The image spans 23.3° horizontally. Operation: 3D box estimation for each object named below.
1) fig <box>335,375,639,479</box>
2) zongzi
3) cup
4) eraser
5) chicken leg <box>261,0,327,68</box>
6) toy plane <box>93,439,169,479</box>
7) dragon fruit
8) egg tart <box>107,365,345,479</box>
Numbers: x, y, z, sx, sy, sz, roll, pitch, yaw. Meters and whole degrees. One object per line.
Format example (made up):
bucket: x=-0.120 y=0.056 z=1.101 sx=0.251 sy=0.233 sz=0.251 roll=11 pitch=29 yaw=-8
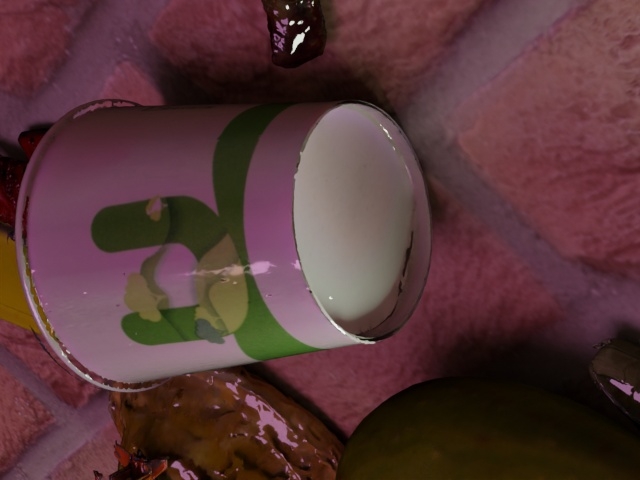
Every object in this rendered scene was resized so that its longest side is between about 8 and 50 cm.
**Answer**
fig: x=0.160 y=0.235 z=1.301 sx=0.326 sy=0.258 sz=0.258 roll=-15 pitch=119 yaw=41
zongzi: x=0.262 y=0.133 z=1.259 sx=0.109 sy=0.055 sz=0.119 roll=30 pitch=156 yaw=18
cup: x=-0.068 y=-0.004 z=1.261 sx=0.274 sy=0.253 sz=0.253 roll=-4 pitch=127 yaw=36
eraser: x=-0.364 y=0.008 z=1.677 sx=0.226 sy=0.069 sz=0.158 roll=19 pitch=142 yaw=27
chicken leg: x=0.001 y=-0.233 z=1.069 sx=0.177 sy=0.083 sz=0.322 roll=33 pitch=145 yaw=-18
toy plane: x=-0.178 y=0.300 z=1.614 sx=0.135 sy=0.062 sz=0.188 roll=8 pitch=120 yaw=35
dragon fruit: x=-0.281 y=-0.049 z=1.515 sx=0.192 sy=0.092 sz=0.122 roll=15 pitch=139 yaw=31
egg tart: x=-0.113 y=0.258 z=1.681 sx=0.341 sy=0.129 sz=0.341 roll=26 pitch=143 yaw=21
